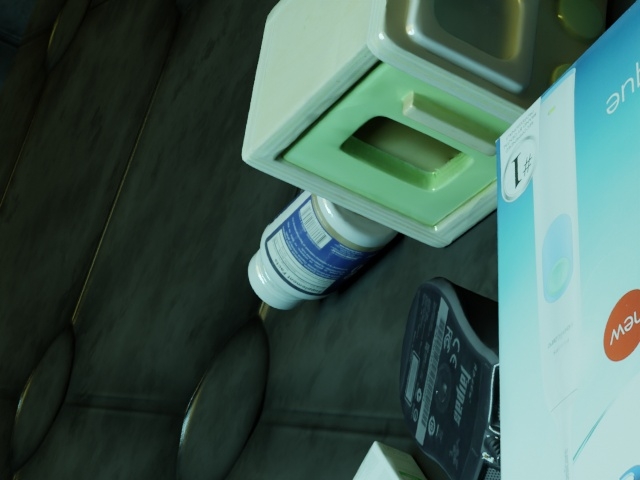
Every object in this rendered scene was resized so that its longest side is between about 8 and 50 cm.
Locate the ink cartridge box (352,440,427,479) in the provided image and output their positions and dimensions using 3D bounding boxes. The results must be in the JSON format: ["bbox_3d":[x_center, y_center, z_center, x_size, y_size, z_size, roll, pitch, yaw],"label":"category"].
[{"bbox_3d":[0.043,0.170,1.147,0.063,0.029,0.115,-62,22,11],"label":"ink cartridge box"}]

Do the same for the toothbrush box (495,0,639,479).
[{"bbox_3d":[0.182,0.027,0.828,0.216,0.126,0.295,-46,31,43],"label":"toothbrush box"}]

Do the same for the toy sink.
[{"bbox_3d":[0.078,-0.114,1.185,0.234,0.153,0.131,-39,34,49],"label":"toy sink"}]

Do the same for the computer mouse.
[{"bbox_3d":[0.097,0.129,1.037,0.262,0.060,0.184,-137,53,-72],"label":"computer mouse"}]

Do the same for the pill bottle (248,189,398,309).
[{"bbox_3d":[0.000,0.000,1.372,0.120,0.067,0.067,-43,31,46],"label":"pill bottle"}]
